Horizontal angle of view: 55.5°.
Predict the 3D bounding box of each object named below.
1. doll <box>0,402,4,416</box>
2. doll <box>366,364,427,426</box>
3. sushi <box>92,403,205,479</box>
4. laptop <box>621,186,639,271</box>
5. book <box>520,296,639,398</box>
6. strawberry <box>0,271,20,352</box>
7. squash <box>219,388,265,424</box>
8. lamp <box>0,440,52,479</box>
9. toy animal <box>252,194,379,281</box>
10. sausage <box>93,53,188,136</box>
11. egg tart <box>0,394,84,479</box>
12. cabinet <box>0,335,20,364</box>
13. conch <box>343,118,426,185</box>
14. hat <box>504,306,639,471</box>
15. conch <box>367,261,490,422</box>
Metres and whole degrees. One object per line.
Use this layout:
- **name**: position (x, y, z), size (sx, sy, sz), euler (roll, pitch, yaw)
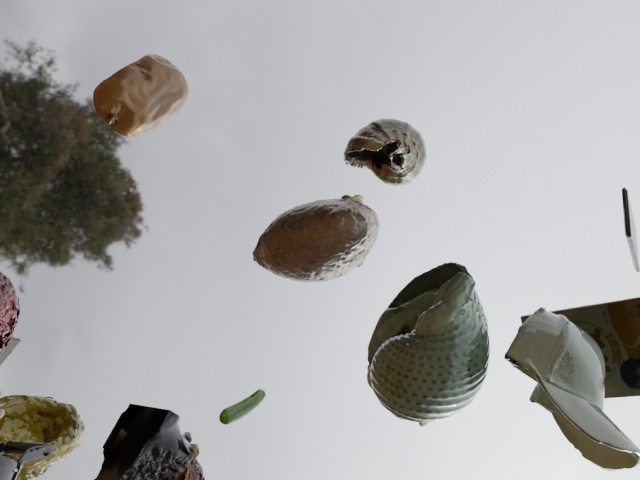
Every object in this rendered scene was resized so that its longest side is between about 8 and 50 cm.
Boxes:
- **doll**: position (-0.616, 0.291, 1.140), size (0.058, 0.040, 0.085), euler (48, -32, 42)
- **doll**: position (0.239, 0.452, 1.866), size (0.141, 0.117, 0.296), euler (-59, -150, 0)
- **sushi**: position (-0.280, 0.395, 1.031), size (0.153, 0.150, 0.172), euler (-10, -134, 46)
- **laptop**: position (0.706, -0.022, 1.384), size (0.016, 0.180, 0.129), euler (-8, -123, 31)
- **book**: position (0.605, 0.241, 1.324), size (0.295, 0.020, 0.208), euler (-17, -93, 36)
- **strawberry**: position (-0.758, 0.157, 1.280), size (0.220, 0.274, 0.274), euler (-5, -94, 32)
- **squash**: position (-0.121, 0.264, 0.961), size (0.027, 0.089, 0.027), euler (26, -53, 41)
- **lamp**: position (-0.448, 0.337, 0.731), size (0.147, 0.172, 0.227), euler (-5, -124, 23)
- **toy animal**: position (-0.005, 0.001, 1.414), size (0.358, 0.226, 0.188), euler (-12, -90, 36)
- **sausage**: position (-0.387, -0.315, 1.321), size (0.136, 0.241, 0.120), euler (48, -45, -5)
- **egg tart**: position (-0.683, 0.446, 1.363), size (0.288, 0.288, 0.118), euler (33, -69, 51)
- **cabinet**: position (-0.889, 0.215, 1.489), size (0.148, 0.215, 0.175), euler (-47, -124, 7)
- **conch**: position (0.184, -0.253, 1.626), size (0.291, 0.210, 0.159), euler (76, 35, -77)
- **hat**: position (0.495, 0.277, 1.144), size (0.168, 0.258, 0.301), euler (-41, -132, 1)
- **conch**: position (0.243, 0.215, 1.263), size (0.319, 0.215, 0.303), euler (-47, -162, 16)
